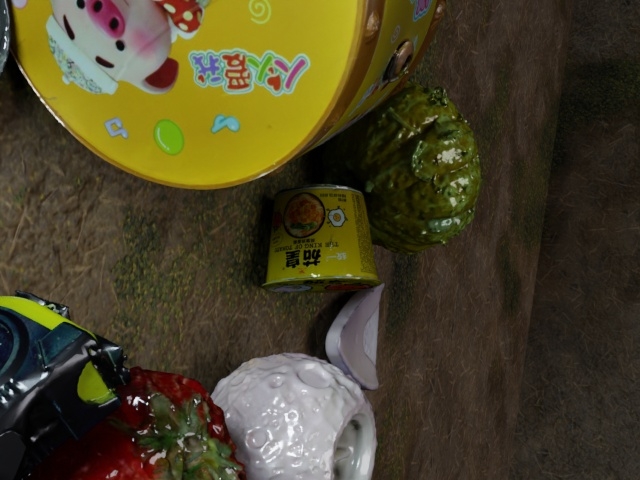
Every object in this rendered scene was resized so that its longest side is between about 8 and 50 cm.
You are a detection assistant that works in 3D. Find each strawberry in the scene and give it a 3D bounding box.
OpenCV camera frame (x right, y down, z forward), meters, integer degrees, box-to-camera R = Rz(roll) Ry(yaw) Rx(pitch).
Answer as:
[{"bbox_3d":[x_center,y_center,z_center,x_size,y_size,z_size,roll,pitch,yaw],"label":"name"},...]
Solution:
[{"bbox_3d":[-0.204,0.285,0.923,0.274,0.220,0.274,31,37,-27],"label":"strawberry"}]

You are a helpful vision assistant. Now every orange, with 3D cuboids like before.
[{"bbox_3d":[0.128,-0.110,1.443,0.223,0.301,0.300,-21,120,-30],"label":"orange"}]

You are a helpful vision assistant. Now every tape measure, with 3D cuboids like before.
[{"bbox_3d":[-0.287,0.131,0.755,0.199,0.186,0.112,-42,141,-35],"label":"tape measure"}]

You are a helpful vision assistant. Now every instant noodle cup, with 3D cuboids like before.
[{"bbox_3d":[0.000,0.000,1.333,0.182,0.182,0.144,18,67,-62],"label":"instant noodle cup"}]

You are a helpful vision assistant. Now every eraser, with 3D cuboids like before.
[{"bbox_3d":[0.056,0.174,1.573,0.243,0.059,0.204,8,86,-66],"label":"eraser"}]

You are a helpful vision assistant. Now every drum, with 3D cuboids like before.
[{"bbox_3d":[-0.096,-0.270,0.830,0.214,0.431,0.431,-39,127,-54],"label":"drum"}]

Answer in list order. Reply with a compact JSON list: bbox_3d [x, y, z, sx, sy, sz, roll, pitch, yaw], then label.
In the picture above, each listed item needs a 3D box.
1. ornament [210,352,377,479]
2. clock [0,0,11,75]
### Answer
[{"bbox_3d":[-0.052,0.277,1.188,0.259,0.225,0.260,-14,105,-63],"label":"ornament"},{"bbox_3d":[-0.346,-0.195,0.759,0.184,0.040,0.185,-12,104,-63],"label":"clock"}]
